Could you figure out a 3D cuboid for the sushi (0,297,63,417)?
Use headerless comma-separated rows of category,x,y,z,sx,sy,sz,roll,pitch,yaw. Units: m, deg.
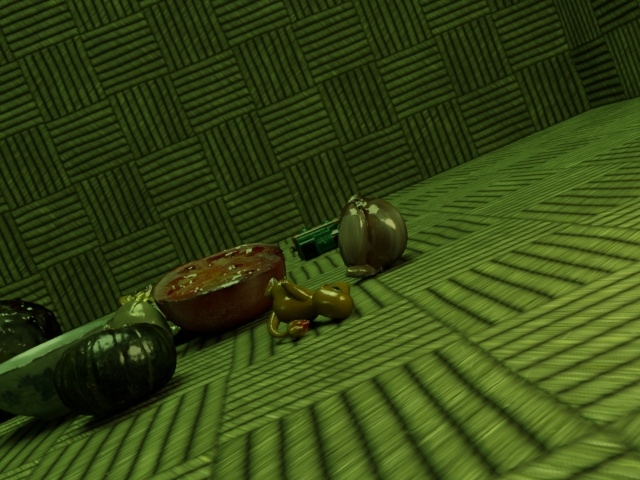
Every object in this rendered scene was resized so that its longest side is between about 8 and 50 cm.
sushi,-0.819,0.298,1.707,0.299,0.281,0.294,-17,10,-17

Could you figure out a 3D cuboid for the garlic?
garlic,0.123,-0.008,1.546,0.160,0.191,0.214,3,-2,10

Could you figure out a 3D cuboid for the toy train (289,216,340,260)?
toy train,0.000,0.000,2.275,0.227,0.091,0.136,-21,16,4

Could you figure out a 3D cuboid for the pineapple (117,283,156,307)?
pineapple,-0.486,0.233,2.046,0.249,0.140,0.164,-8,-47,-40

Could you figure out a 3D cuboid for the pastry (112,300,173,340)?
pastry,-0.418,0.217,1.546,0.156,0.156,0.092,-20,10,27

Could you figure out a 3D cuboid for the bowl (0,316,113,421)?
bowl,-0.562,0.293,1.419,0.313,0.146,0.313,-23,4,2

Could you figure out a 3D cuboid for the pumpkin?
pumpkin,-0.374,0.229,1.229,0.223,0.157,0.224,-17,-4,-1

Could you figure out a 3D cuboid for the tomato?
tomato,-0.226,0.125,1.603,0.338,0.144,0.338,-13,17,4

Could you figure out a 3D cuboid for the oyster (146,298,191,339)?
oyster,-0.343,0.201,1.744,0.354,0.107,0.201,-14,26,-23

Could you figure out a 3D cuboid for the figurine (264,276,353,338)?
figurine,-0.024,0.128,1.222,0.176,0.121,0.122,-9,40,28
